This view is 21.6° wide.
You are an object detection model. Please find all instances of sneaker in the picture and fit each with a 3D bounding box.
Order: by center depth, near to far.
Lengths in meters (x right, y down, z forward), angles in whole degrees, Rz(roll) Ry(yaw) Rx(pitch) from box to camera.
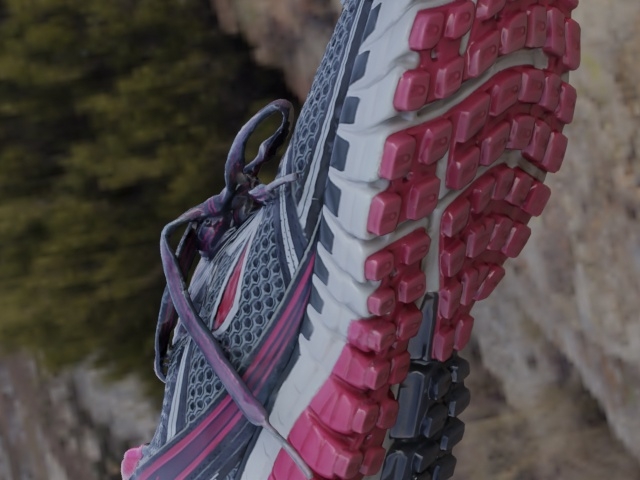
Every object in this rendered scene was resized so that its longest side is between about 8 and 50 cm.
[{"bbox_3d":[0.000,0.000,0.593,0.112,0.121,0.299,29,112,29],"label":"sneaker"}]
